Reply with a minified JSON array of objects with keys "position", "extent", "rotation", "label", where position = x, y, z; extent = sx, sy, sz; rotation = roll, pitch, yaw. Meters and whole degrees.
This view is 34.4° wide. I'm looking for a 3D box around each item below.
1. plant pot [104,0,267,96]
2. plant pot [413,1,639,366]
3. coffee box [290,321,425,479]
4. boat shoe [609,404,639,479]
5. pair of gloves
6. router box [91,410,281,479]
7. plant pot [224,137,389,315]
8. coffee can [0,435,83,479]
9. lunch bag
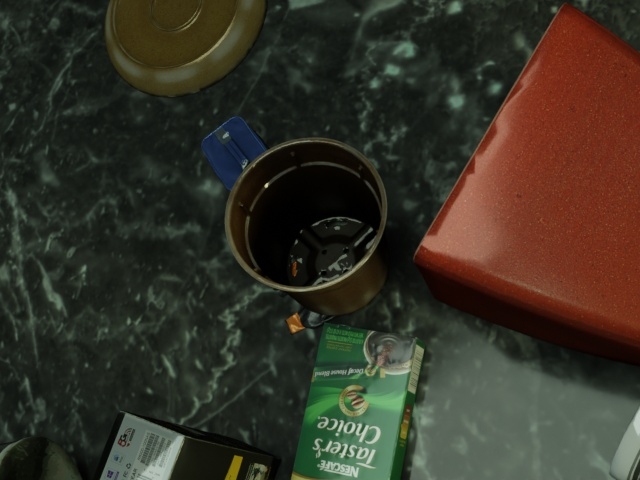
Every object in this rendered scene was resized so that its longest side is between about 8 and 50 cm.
[{"position":[-0.184,-0.302,1.350],"extent":[0.236,0.032,0.236],"rotation":[-6,72,19],"label":"plant pot"},{"position":[0.266,-0.017,0.988],"extent":[0.236,0.267,0.267],"rotation":[30,86,14],"label":"plant pot"},{"position":[0.041,0.187,1.112],"extent":[0.113,0.040,0.184],"rotation":[8,77,22],"label":"coffee box"},{"position":[0.365,0.146,0.991],"extent":[0.076,0.080,0.228],"rotation":[33,80,27],"label":"boat shoe"},{"position":[-0.015,0.061,1.188],"extent":[0.074,0.010,0.083],"rotation":[-26,68,11],"label":"pair of gloves"},{"position":[-0.166,0.339,1.031],"extent":[0.081,0.243,0.309],"rotation":[16,79,24],"label":"router box"},{"position":[0.000,0.000,1.108],"extent":[0.167,0.165,0.167],"rotation":[-4,69,11],"label":"plant pot"},{"position":[-0.422,0.339,1.148],"extent":[0.275,0.201,0.201],"rotation":[-14,70,16],"label":"coffee can"},{"position":[-0.093,-0.093,1.233],"extent":[0.067,0.065,0.098],"rotation":[-39,64,5],"label":"lunch bag"}]
